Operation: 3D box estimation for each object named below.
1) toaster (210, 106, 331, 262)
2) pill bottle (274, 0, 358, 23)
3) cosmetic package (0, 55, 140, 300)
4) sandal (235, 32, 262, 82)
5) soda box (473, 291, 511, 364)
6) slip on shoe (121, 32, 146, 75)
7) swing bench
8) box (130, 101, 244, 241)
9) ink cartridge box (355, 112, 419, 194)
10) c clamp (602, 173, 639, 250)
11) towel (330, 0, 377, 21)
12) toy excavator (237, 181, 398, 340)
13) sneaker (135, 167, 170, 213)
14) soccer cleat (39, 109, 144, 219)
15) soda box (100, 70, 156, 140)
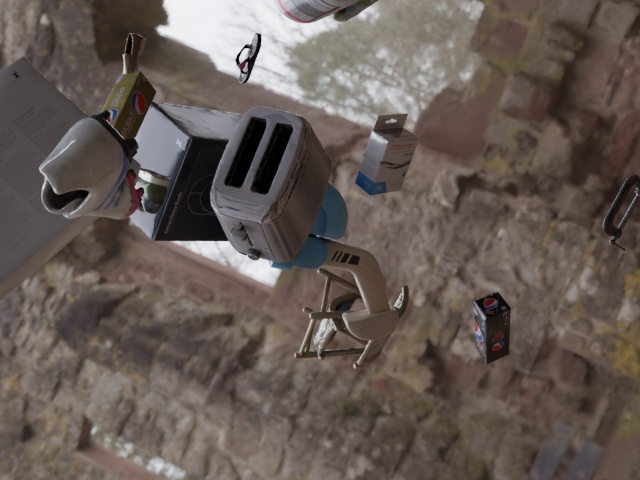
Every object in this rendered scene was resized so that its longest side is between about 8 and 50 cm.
[{"bbox_3d":[-0.067,-0.090,1.334,0.146,0.129,0.227,63,-134,-65],"label":"toaster"},{"bbox_3d":[0.019,-0.633,2.218,0.318,0.176,0.176,1,62,64],"label":"pill bottle"},{"bbox_3d":[-0.531,-0.088,1.528,0.377,0.284,0.097,-45,-3,-28],"label":"cosmetic package"},{"bbox_3d":[-0.180,-0.442,2.242,0.179,0.040,0.067,127,143,-63],"label":"sandal"},{"bbox_3d":[0.354,0.182,1.923,0.060,0.053,0.169,-22,-41,-9],"label":"soda box"},{"bbox_3d":[-0.468,-0.444,2.287,0.041,0.051,0.135,27,-104,-45],"label":"slip on shoe"},{"bbox_3d":[0.084,0.223,2.512,0.253,0.254,0.165,109,173,-56],"label":"swing bench"},{"bbox_3d":[-0.292,-0.171,2.455,0.395,0.212,0.293,1,-59,-48],"label":"box"},{"bbox_3d":[0.159,-0.199,2.159,0.104,0.060,0.180,-11,-49,-39],"label":"ink cartridge box"},{"bbox_3d":[0.647,-0.062,1.985,0.137,0.022,0.161,13,-75,-46],"label":"c clamp"},{"bbox_3d":[0.162,-0.740,2.548,0.374,0.090,0.320,-34,20,5],"label":"towel"},{"bbox_3d":[0.000,0.000,2.207,0.222,0.445,0.433,-117,39,-77],"label":"toy excavator"},{"bbox_3d":[-0.364,-0.102,1.915,0.192,0.064,0.086,22,98,62],"label":"sneaker"},{"bbox_3d":[-0.344,-0.085,1.364,0.143,0.116,0.331,-42,-5,-16],"label":"soccer cleat"},{"bbox_3d":[-0.384,-0.240,1.806,0.061,0.058,0.181,54,-137,-44],"label":"soda box"}]
